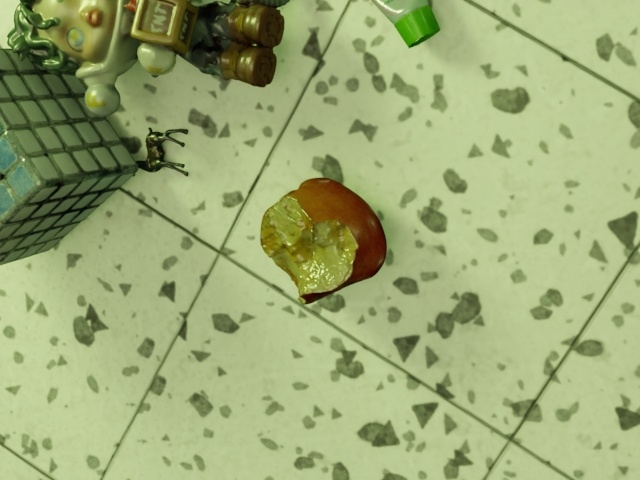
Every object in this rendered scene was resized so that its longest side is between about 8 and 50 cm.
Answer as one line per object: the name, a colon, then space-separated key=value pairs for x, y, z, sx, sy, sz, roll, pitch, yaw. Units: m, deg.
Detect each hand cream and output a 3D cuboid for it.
hand cream: x=0.075 y=-0.387 z=1.708 sx=0.079 sy=0.050 sz=0.275 roll=-28 pitch=88 yaw=-4

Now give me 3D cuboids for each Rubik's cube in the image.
Rubik's cube: x=-0.450 y=-0.114 z=1.836 sx=0.237 sy=0.238 sz=0.237 roll=-37 pitch=81 yaw=26

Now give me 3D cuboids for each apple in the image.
apple: x=0.004 y=-0.005 z=1.770 sx=0.156 sy=0.147 sz=0.158 roll=-32 pitch=80 yaw=55

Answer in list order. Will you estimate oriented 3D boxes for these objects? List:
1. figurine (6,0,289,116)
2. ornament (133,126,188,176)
figurine: x=-0.251 y=-0.293 z=1.757 sx=0.382 sy=0.186 sz=0.261 roll=14 pitch=85 yaw=18
ornament: x=-0.254 y=-0.130 z=1.889 sx=0.125 sy=0.028 sz=0.073 roll=3 pitch=105 yaw=17
